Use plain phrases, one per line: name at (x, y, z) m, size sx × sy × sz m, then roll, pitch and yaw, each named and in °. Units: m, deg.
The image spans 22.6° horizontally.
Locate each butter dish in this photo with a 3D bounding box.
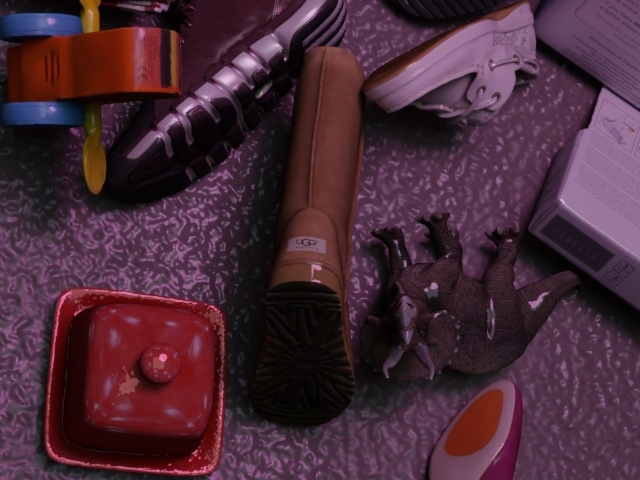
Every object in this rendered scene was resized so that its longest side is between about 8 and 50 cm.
butter dish at (-0.148, 0.114, 1.372) m, size 0.160 × 0.118 × 0.160 m, roll 7°, pitch 73°, yaw -16°

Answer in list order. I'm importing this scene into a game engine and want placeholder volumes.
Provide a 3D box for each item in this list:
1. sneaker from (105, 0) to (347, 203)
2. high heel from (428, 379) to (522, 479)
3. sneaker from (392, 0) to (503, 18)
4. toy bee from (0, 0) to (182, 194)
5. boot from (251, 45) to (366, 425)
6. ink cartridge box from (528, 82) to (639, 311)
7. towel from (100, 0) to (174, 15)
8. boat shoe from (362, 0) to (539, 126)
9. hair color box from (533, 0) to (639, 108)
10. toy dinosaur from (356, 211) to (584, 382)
sneaker at (-0.123, -0.168, 1.486) m, size 0.281 × 0.106 × 0.162 m, roll -41°, pitch 67°, yaw -15°
high heel at (0.155, 0.252, 1.473) m, size 0.117 × 0.082 × 0.244 m, roll 46°, pitch 49°, yaw -33°
sneaker at (0.202, -0.338, 1.628) m, size 0.330 × 0.146 × 0.122 m, roll -35°, pitch 101°, yaw 0°
toy bee at (-0.218, -0.155, 1.392) m, size 0.162 × 0.298 × 0.195 m, roll -5°, pitch 115°, yaw -56°
boot at (0.000, 0.000, 1.447) m, size 0.089 × 0.236 × 0.269 m, roll 7°, pitch 49°, yaw -2°
ink cartridge box at (0.357, -0.019, 1.615) m, size 0.275 × 0.060 × 0.239 m, roll 35°, pitch 42°, yaw -6°
towel at (-0.278, -0.342, 1.474) m, size 0.329 × 0.037 × 0.237 m, roll 13°, pitch 64°, yaw -10°
boat shoe at (0.141, -0.155, 1.515) m, size 0.277 × 0.098 × 0.096 m, roll -30°, pitch 98°, yaw -51°
hair color box at (0.377, -0.276, 1.513) m, size 0.185 × 0.374 × 0.114 m, roll 33°, pitch 57°, yaw -8°
toy dinosaur at (0.129, 0.063, 1.495) m, size 0.313 × 0.121 × 0.160 m, roll 10°, pitch 73°, yaw -49°
